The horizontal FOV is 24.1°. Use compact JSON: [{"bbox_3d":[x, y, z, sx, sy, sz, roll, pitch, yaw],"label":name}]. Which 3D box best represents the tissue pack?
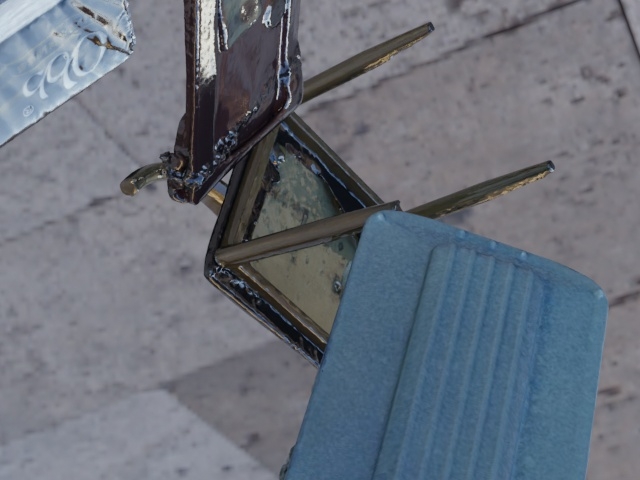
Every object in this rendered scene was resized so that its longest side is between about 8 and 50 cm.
[{"bbox_3d":[-0.373,-0.179,1.346,0.370,0.210,0.198,-38,158,-20],"label":"tissue pack"}]

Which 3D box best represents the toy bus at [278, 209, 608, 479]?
[{"bbox_3d":[0.046,0.155,0.814,0.152,0.312,0.190,19,135,0],"label":"toy bus"}]

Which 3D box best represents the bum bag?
[{"bbox_3d":[-0.041,-0.103,0.756,0.026,0.109,0.159,26,137,20],"label":"bum bag"}]

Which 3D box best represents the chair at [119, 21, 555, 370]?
[{"bbox_3d":[0.000,0.000,1.039,0.272,0.166,0.188,-16,136,36],"label":"chair"}]
